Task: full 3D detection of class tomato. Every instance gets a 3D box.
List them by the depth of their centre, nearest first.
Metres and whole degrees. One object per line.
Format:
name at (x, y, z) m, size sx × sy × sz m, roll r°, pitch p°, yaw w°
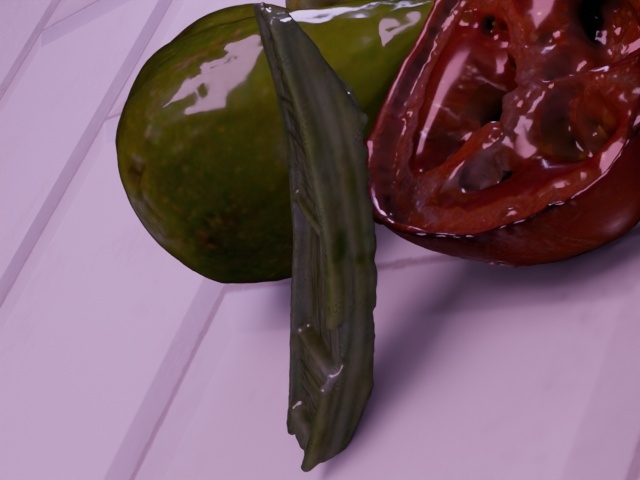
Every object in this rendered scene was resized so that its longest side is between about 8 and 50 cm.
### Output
tomato at (0.136, -0.073, 0.822) m, size 0.228 × 0.101 × 0.228 m, roll -32°, pitch 41°, yaw 34°

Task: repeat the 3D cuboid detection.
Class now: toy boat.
toy boat at (0.000, 0.000, 0.832) m, size 0.055 × 0.293 × 0.093 m, roll -9°, pitch 23°, yaw -12°

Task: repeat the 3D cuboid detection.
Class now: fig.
fig at (-0.015, -0.094, 0.969) m, size 0.275 × 0.206 × 0.206 m, roll -29°, pitch 35°, yaw 36°

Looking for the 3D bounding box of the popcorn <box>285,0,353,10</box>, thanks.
popcorn at (0.102, -0.263, 1.024) m, size 0.286 × 0.174 × 0.225 m, roll -25°, pitch 31°, yaw 43°
